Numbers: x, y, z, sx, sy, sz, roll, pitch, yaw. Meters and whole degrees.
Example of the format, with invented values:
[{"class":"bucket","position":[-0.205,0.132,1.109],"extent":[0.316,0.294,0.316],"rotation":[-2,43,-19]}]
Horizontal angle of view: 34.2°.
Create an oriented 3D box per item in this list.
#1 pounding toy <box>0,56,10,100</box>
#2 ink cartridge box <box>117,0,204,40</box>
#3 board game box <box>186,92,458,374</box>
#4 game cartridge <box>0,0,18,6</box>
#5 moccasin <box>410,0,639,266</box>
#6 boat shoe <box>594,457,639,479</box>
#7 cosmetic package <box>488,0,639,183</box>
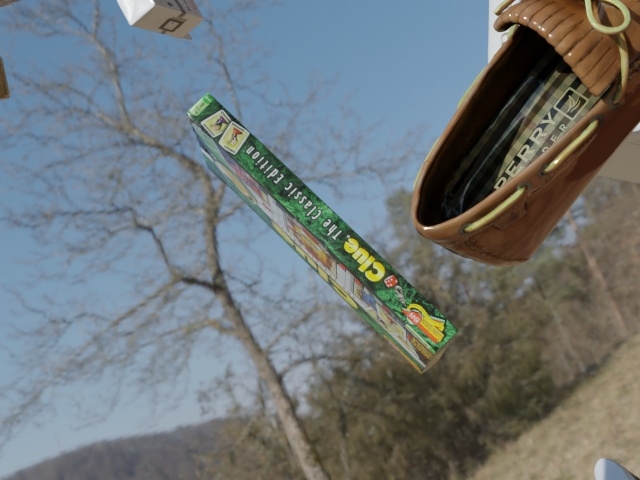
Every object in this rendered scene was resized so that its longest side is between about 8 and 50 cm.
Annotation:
[{"class":"pounding toy","position":[-0.330,-0.071,0.778],"extent":[0.206,0.094,0.181],"rotation":[-15,3,-7]},{"class":"ink cartridge box","position":[-0.267,-0.404,1.747],"extent":[0.060,0.104,0.180],"rotation":[-35,-13,23]},{"class":"board game box","position":[0.000,0.000,0.822],"extent":[0.030,0.259,0.136],"rotation":[-45,-11,-7]},{"class":"game cartridge","position":[-0.307,-0.357,1.165],"extent":[0.294,0.060,0.196],"rotation":[-19,-11,2]},{"class":"moccasin","position":[0.198,-0.154,0.831],"extent":[0.147,0.139,0.380],"rotation":[16,-63,-51]},{"class":"boat shoe","position":[0.408,0.331,1.326],"extent":[0.040,0.142,0.049],"rotation":[5,-63,-35]},{"class":"cosmetic package","position":[0.458,-0.263,1.297],"extent":[0.327,0.330,0.393],"rotation":[5,-7,-34]}]
